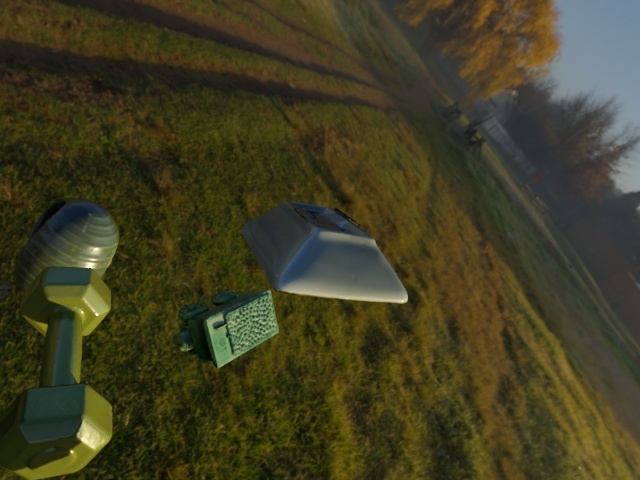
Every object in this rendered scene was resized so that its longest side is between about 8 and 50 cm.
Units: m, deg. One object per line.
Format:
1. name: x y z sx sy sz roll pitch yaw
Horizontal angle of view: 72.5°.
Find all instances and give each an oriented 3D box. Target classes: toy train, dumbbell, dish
1. toy train: -0.264 0.228 1.201 0.266 0.202 0.145 -22 104 -50
2. dumbbell: -0.351 0.159 0.593 0.108 0.121 0.302 34 17 -40
3. dish: 0.000 0.000 0.612 0.182 0.080 0.243 7 14 -23

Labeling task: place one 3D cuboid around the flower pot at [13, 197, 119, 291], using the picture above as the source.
1. flower pot: -0.535 0.023 0.926 0.157 0.243 0.189 29 19 -29

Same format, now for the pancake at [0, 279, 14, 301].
1. pancake: -0.391 0.087 0.402 0.199 0.199 0.021 -53 128 -64
